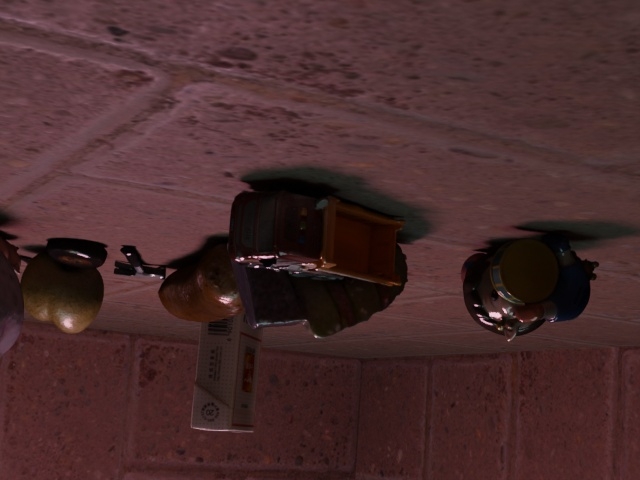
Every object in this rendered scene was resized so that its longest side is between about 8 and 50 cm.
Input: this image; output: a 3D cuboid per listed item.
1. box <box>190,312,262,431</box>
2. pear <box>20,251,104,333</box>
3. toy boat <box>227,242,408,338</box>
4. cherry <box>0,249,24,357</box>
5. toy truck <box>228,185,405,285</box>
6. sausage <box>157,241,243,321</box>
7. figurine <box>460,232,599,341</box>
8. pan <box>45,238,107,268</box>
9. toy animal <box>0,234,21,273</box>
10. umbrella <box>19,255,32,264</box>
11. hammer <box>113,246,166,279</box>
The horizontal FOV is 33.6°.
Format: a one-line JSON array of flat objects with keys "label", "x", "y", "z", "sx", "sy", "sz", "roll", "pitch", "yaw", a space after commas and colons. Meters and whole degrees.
[{"label": "box", "x": -0.196, "y": 0.249, "z": 2.298, "sx": 0.095, "sy": 0.330, "sz": 0.210, "roll": 1, "pitch": 170, "yaw": 11}, {"label": "pear", "x": -0.518, "y": 0.101, "z": 2.117, "sx": 0.167, "sy": 0.136, "sz": 0.167, "roll": 19, "pitch": -156, "yaw": -9}, {"label": "toy boat", "x": -0.007, "y": 0.058, "z": 1.623, "sx": 0.294, "sy": 0.111, "sz": 0.276, "roll": 0, "pitch": -153, "yaw": 1}, {"label": "cherry", "x": -0.661, "y": 0.097, "z": 1.767, "sx": 0.326, "sy": 0.291, "sz": 0.335, "roll": 10, "pitch": 135, "yaw": -17}, {"label": "toy truck", "x": 0.000, "y": 0.000, "z": 1.453, "sx": 0.135, "sy": 0.114, "sz": 0.270, "roll": -4, "pitch": 169, "yaw": 38}, {"label": "sausage", "x": -0.206, "y": 0.090, "z": 2.016, "sx": 0.136, "sy": 0.123, "sz": 0.501, "roll": 10, "pitch": 169, "yaw": -18}, {"label": "figurine", "x": 0.303, "y": 0.071, "z": 1.654, "sx": 0.158, "sy": 0.161, "sz": 0.275, "roll": 30, "pitch": 163, "yaw": -9}, {"label": "pan", "x": -0.463, "y": 0.033, "z": 2.039, "sx": 0.115, "sy": 0.040, "sz": 0.212, "roll": 10, "pitch": 169, "yaw": -1}, {"label": "toy animal", "x": -0.607, "y": 0.028, "z": 1.956, "sx": 0.089, "sy": 0.083, "sz": 0.150, "roll": -16, "pitch": 154, "yaw": -6}, {"label": "umbrella", "x": -0.612, "y": 0.044, "z": 2.231, "sx": 0.022, "sy": 0.013, "sz": 0.122, "roll": -13, "pitch": 163, "yaw": 22}, {"label": "hammer", "x": -0.371, "y": 0.042, "z": 2.090, "sx": 0.103, "sy": 0.029, "sz": 0.246, "roll": 4, "pitch": 168, "yaw": 0}]
